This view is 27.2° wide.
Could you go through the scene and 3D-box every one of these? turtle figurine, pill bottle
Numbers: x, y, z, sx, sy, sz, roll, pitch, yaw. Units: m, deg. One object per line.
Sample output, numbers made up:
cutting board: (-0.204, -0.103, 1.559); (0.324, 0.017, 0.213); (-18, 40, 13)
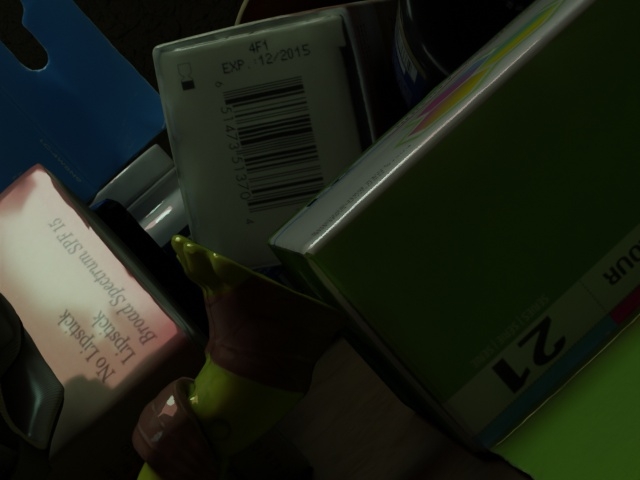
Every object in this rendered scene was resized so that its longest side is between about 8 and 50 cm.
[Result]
turtle figurine: (-0.062, 0.110, 0.419); (0.217, 0.087, 0.269); (-65, -10, -4)
pill bottle: (-0.088, 0.015, 0.960); (0.094, 0.169, 0.094); (-41, 5, 5)
pill bottle: (0.102, -0.109, 0.780); (0.123, 0.123, 0.219); (-42, -7, -6)

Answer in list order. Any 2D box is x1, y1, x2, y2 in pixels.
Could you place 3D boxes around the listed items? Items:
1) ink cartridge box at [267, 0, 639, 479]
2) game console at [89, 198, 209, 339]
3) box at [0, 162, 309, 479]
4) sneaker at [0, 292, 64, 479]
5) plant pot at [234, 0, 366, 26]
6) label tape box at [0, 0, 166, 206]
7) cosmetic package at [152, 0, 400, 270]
ink cartridge box: (0.092, -0.025, 0.431); (0.189, 0.097, 0.255); (-42, 5, -5)
game console: (-0.179, 0.127, 0.771); (0.293, 0.250, 0.173); (-42, 34, -4)
box: (-0.149, 0.107, 0.588); (0.232, 0.127, 0.148); (-42, 50, -6)
sneaker: (-0.199, 0.066, 0.489); (0.163, 0.226, 0.086); (-63, -23, -7)
plant pot: (0.065, -0.193, 1.394); (0.237, 0.237, 0.254); (-39, -6, 23)
label tape box: (-0.288, -0.050, 0.756); (0.348, 0.249, 0.115); (-42, 7, -6)
cosmetic package: (0.000, -0.086, 0.925); (0.129, 0.153, 0.296); (-10, 11, 13)
